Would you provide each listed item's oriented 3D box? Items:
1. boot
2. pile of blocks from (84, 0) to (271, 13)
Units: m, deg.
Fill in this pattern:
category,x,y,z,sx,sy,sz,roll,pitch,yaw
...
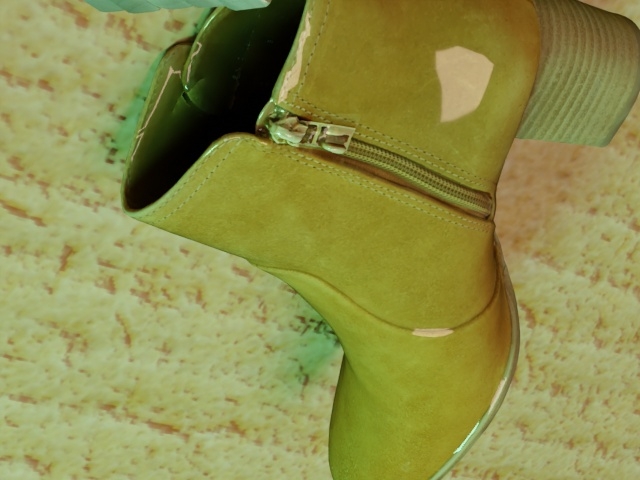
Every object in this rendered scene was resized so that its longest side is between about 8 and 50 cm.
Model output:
category,x,y,z,sx,sy,sz,roll,pitch,yaw
boot,0.001,0.000,0.863,0.211,0.104,0.295,5,123,-36
pile of blocks,0.003,-0.235,0.578,0.113,0.149,0.362,32,100,-32
